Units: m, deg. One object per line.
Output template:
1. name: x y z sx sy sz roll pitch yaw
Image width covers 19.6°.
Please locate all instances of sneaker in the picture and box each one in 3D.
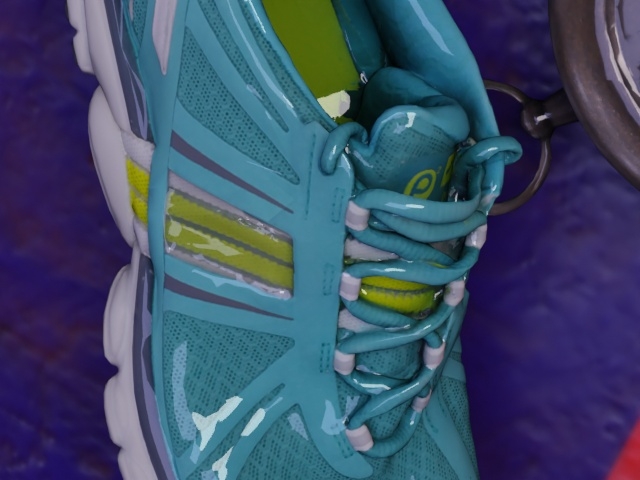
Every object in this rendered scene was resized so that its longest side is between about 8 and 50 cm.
1. sneaker: 0.000 0.000 0.503 0.110 0.107 0.275 -6 100 51

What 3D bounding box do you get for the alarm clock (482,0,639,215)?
1. alarm clock: 0.111 -0.056 0.500 0.192 0.064 0.129 -26 91 24
